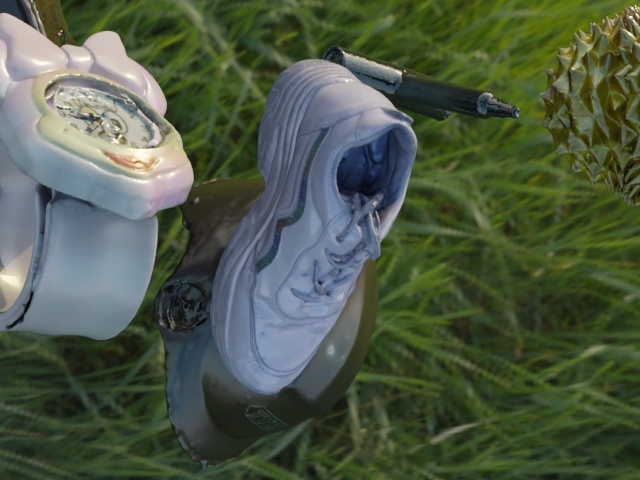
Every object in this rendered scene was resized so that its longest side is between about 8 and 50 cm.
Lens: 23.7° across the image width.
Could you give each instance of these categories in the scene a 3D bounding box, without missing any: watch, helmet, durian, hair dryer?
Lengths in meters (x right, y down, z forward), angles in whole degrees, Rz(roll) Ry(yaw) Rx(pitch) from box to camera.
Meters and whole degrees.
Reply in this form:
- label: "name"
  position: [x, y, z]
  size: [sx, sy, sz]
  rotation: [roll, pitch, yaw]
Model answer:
- label: "watch"
  position: [-0.237, -0.041, 1.311]
  size: [0.211, 0.217, 0.248]
  rotation: [8, 34, -36]
- label: "helmet"
  position: [-0.036, 0.074, 1.522]
  size: [0.225, 0.177, 0.305]
  rotation: [43, 45, -58]
- label: "durian"
  position: [0.298, -0.125, 1.434]
  size: [0.132, 0.165, 0.182]
  rotation: [0, 113, -55]
- label: "hair dryer"
  position: [0.117, -0.159, 1.624]
  size: [0.173, 0.195, 0.050]
  rotation: [11, 94, -36]

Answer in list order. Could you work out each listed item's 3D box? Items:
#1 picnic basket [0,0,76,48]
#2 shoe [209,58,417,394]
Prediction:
- label: "picnic basket"
  position: [-0.383, -0.154, 1.462]
  size: [0.297, 0.129, 0.222]
  rotation: [-16, 89, -4]
- label: "shoe"
  position: [0.000, 0.000, 1.073]
  size: [0.095, 0.137, 0.245]
  rotation: [10, 99, -27]
